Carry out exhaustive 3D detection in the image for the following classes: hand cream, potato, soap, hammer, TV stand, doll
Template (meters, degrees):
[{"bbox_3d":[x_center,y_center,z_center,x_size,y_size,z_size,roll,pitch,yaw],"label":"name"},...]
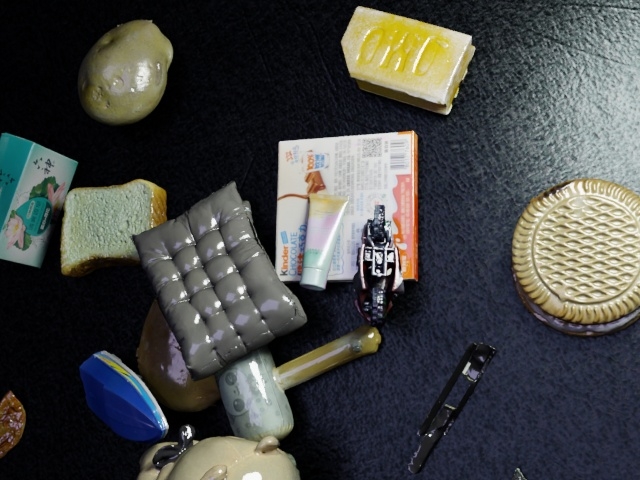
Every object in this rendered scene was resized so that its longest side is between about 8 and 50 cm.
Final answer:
[{"bbox_3d":[0.000,0.000,1.413,0.076,0.047,0.174,6,75,21],"label":"hand cream"},{"bbox_3d":[-0.290,0.224,1.485,0.138,0.098,0.243,-44,69,8],"label":"potato"},{"bbox_3d":[0.151,-0.334,1.459,0.232,0.073,0.140,22,83,22],"label":"soap"},{"bbox_3d":[-0.033,0.231,1.404,0.305,0.113,0.202,-23,76,4],"label":"hammer"},{"bbox_3d":[-0.394,-0.340,1.602,0.178,0.160,0.235,29,79,1],"label":"potato"},{"bbox_3d":[0.216,0.281,1.336,0.042,0.036,0.249,31,90,20],"label":"TV stand"},{"bbox_3d":[-0.189,0.427,1.309,0.349,0.247,0.247,-38,64,50],"label":"doll"}]

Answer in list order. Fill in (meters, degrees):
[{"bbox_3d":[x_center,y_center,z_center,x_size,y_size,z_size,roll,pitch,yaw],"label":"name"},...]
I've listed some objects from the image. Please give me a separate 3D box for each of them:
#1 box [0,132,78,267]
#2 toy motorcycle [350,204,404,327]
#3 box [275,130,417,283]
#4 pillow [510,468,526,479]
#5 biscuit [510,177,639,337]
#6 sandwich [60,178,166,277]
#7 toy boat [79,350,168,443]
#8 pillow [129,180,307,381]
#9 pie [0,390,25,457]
[{"bbox_3d":[-0.612,-0.078,1.618,0.092,0.153,0.245,17,86,21],"label":"box"},{"bbox_3d":[0.098,0.050,1.345,0.082,0.122,0.213,5,71,-5],"label":"toy motorcycle"},{"bbox_3d":[0.047,-0.058,1.452,0.265,0.048,0.273,-1,81,18],"label":"box"},{"bbox_3d":[0.307,0.455,1.266,0.090,0.048,0.150,39,89,13],"label":"pillow"},{"bbox_3d":[0.433,0.027,1.291,0.259,0.079,0.259,-4,78,18],"label":"biscuit"},{"bbox_3d":[-0.414,-0.023,1.589,0.214,0.065,0.186,-4,78,16],"label":"sandwich"},{"bbox_3d":[-0.339,0.292,1.415,0.295,0.088,0.129,12,115,54],"label":"toy boat"},{"bbox_3d":[-0.185,0.065,1.415,0.228,0.101,0.326,-29,55,-3],"label":"pillow"},{"bbox_3d":[-0.665,0.400,1.608,0.191,0.033,0.088,-44,85,4],"label":"pie"}]
